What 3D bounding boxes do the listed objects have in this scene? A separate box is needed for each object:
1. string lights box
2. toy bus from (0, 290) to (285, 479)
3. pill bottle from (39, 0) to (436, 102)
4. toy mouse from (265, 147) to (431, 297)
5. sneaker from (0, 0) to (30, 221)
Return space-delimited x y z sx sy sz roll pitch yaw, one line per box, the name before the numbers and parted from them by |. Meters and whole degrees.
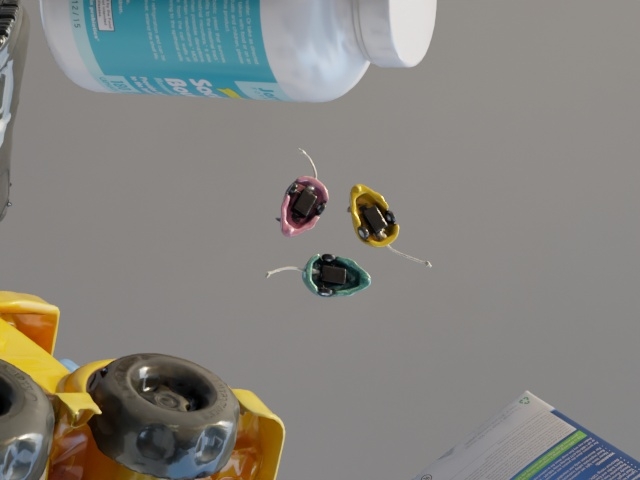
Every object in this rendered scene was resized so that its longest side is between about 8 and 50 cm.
string lights box | 0.195 0.223 1.187 0.133 0.077 0.260 -34 -141 -21
toy bus | -0.159 0.089 0.752 0.211 0.220 0.149 45 -54 45
pill bottle | -0.056 -0.173 1.172 0.264 0.146 0.146 5 -114 25
toy mouse | 0.000 0.000 1.506 0.143 0.031 0.161 -36 -88 -25
sneaker | -0.298 -0.081 1.346 0.109 0.130 0.286 -1 -128 21
